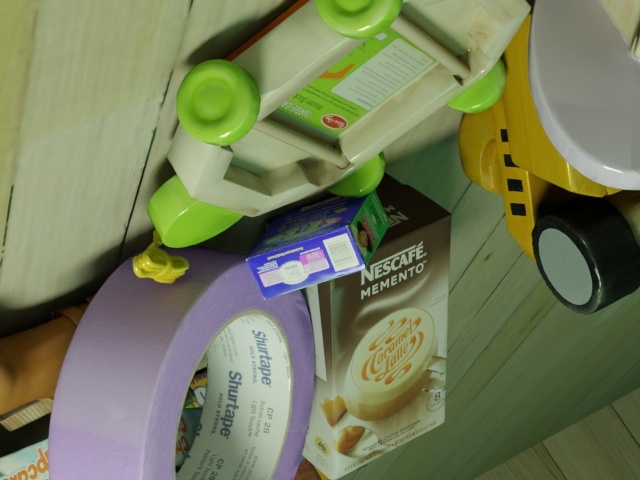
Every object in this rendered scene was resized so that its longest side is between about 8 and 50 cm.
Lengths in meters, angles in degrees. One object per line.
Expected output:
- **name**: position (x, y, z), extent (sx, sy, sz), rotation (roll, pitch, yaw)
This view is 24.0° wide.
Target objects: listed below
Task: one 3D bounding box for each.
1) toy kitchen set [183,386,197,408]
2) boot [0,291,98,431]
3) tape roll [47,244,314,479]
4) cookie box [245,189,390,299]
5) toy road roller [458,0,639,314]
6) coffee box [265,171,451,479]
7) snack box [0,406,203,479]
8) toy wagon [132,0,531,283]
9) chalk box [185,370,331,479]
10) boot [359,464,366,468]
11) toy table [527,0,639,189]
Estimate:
- **toy kitchen set**: position (-0.161, 0.156, 1.420), extent (0.068, 0.075, 0.083), rotation (-34, 127, 3)
- **boot**: position (-0.212, 0.080, 1.207), extent (0.152, 0.073, 0.197), rotation (-33, 169, -7)
- **tape roll**: position (-0.106, 0.142, 1.240), extent (0.275, 0.090, 0.274), rotation (-34, 129, -56)
- **cookie box**: position (0.000, 0.000, 1.214), extent (0.092, 0.040, 0.107), rotation (-17, -165, 19)
- **toy road roller**: position (0.226, -0.119, 1.292), extent (0.202, 0.240, 0.329), rotation (-25, 123, -21)
- **coffee box**: position (0.036, 0.080, 1.394), extent (0.141, 0.098, 0.246), rotation (-24, 131, -28)
- **snack box**: position (-0.257, 0.233, 1.411), extent (0.322, 0.060, 0.187), rotation (-24, 166, 23)
- **toy wagon**: position (-0.010, -0.091, 1.093), extent (0.344, 0.068, 0.267), rotation (-35, 161, 14)
- **chalk box**: position (-0.091, 0.300, 1.610), extent (0.180, 0.289, 0.179), rotation (-21, 159, -33)
- **boot**: position (0.016, 0.101, 1.595), extent (0.085, 0.236, 0.178), rotation (-5, -152, 10)
- **toy table**: position (0.245, -0.188, 1.019), extent (0.252, 0.274, 0.161), rotation (7, 155, 2)
